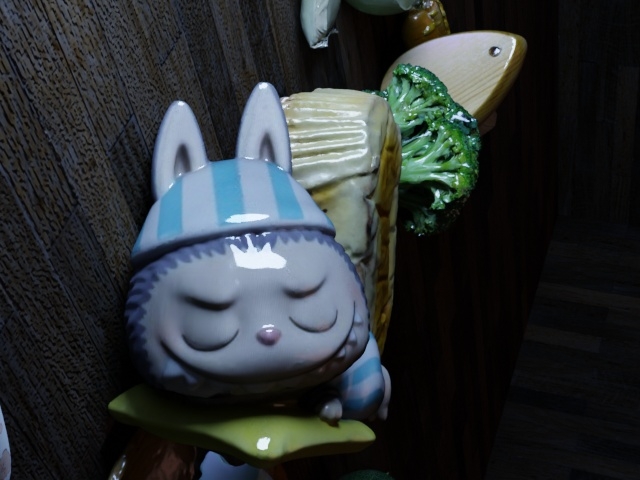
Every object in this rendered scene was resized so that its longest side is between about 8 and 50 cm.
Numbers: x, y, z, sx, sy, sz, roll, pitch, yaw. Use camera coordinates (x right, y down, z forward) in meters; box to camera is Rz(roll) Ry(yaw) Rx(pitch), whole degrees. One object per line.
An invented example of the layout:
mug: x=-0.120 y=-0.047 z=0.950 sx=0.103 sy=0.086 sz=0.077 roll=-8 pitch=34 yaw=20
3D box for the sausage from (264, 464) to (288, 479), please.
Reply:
sausage: x=-0.072 y=0.344 z=1.640 sx=0.062 sy=0.054 sz=0.183 roll=-108 pitch=-174 yaw=-50

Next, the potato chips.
potato chips: x=-0.196 y=0.274 z=1.251 sx=0.202 sy=0.049 sz=0.150 roll=-58 pitch=146 yaw=-44

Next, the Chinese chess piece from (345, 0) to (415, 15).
Chinese chess piece: x=0.093 y=-0.438 z=1.674 sx=0.238 sy=0.092 sz=0.238 roll=8 pitch=90 yaw=-71

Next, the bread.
bread: x=-0.004 y=0.000 z=1.489 sx=0.236 sy=0.183 sz=0.389 roll=-18 pitch=112 yaw=-72

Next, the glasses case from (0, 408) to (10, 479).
glasses case: x=-0.287 y=0.156 z=0.939 sx=0.063 sy=0.041 sz=0.164 roll=-55 pitch=149 yaw=-51

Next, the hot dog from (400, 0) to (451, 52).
hot dog: x=0.194 y=-0.339 z=2.054 sx=0.269 sy=0.072 sz=0.115 roll=59 pitch=36 yaw=-61

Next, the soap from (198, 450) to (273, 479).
soap: x=-0.101 y=0.385 z=1.518 sx=0.230 sy=0.091 sz=0.145 roll=64 pitch=40 yaw=-58

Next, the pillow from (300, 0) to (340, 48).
pillow: x=0.006 y=-0.360 z=1.515 sx=0.119 sy=0.053 sz=0.208 roll=-43 pitch=139 yaw=-67

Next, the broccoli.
broccoli: x=0.094 y=-0.113 z=1.705 sx=0.254 sy=0.269 sz=0.269 roll=60 pitch=7 yaw=20

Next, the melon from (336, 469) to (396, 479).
melon: x=0.058 y=0.487 z=1.888 sx=0.182 sy=0.182 sz=0.288 roll=80 pitch=28 yaw=-44

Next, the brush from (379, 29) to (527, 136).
brush: x=0.235 y=-0.250 z=1.928 sx=0.166 sy=0.266 sz=0.174 roll=10 pitch=54 yaw=-66

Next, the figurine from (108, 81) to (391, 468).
figurine: x=-0.037 y=0.026 z=1.239 sx=0.361 sy=0.266 sz=0.378 roll=3 pitch=95 yaw=-67
